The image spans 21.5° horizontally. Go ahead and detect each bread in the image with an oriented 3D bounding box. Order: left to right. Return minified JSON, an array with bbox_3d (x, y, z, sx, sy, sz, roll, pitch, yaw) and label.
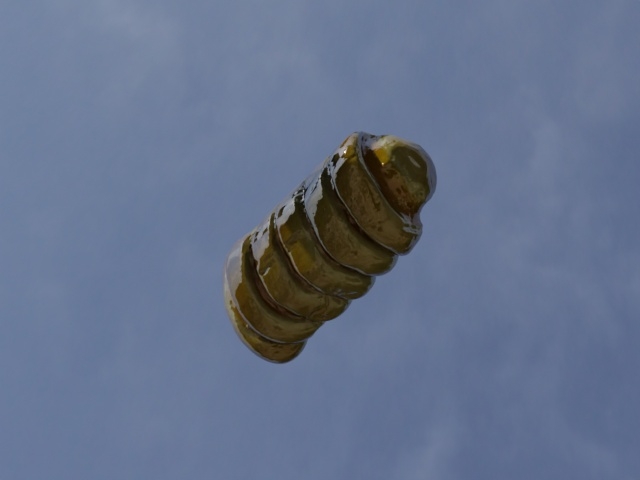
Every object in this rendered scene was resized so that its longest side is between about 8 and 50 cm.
[{"bbox_3d":[0.000,0.000,0.522,0.034,0.049,0.088,24,-47,-29],"label":"bread"}]
